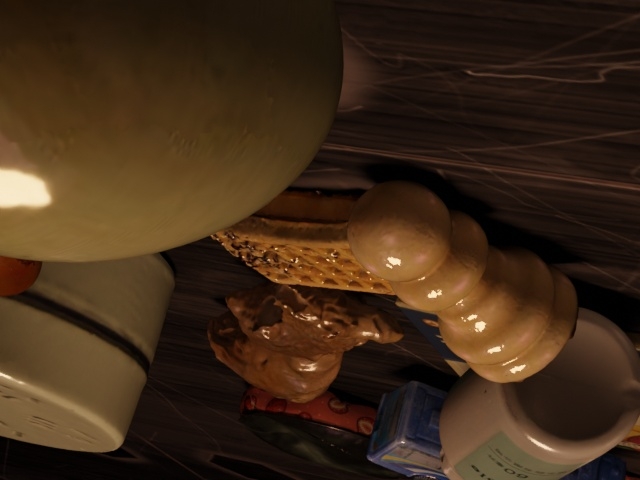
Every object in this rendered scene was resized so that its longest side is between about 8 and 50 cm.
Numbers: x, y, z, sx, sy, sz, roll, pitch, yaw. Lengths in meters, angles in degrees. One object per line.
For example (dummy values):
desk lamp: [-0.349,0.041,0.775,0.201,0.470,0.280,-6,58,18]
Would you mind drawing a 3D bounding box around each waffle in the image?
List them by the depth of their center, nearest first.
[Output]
waffle: [0.000,0.001,1.420,0.148,0.042,0.102,5,160,37]

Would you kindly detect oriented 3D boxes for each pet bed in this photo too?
pet bed: [0.008,0.195,2.039,0.201,0.053,0.201,14,164,4]

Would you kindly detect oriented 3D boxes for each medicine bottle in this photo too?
medicine bottle: [0.151,0.142,1.549,0.110,0.110,0.352,18,163,-3]

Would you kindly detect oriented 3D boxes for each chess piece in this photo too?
chess piece: [0.089,0.017,1.331,0.094,0.094,0.170,-1,149,46]

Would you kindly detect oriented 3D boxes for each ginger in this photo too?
ginger: [-0.028,0.080,1.634,0.122,0.084,0.290,14,166,-14]

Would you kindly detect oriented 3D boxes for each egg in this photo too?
egg: [-0.106,-0.096,0.903,0.218,0.218,0.295,0,169,45]

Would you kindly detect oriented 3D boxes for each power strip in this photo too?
power strip: [-0.297,0.060,1.697,0.357,0.161,0.357,15,164,5]

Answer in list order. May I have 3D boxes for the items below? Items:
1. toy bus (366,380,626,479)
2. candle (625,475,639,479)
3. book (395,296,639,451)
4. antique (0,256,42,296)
toy bus: [0.163,0.202,1.800,0.236,0.079,0.094,21,162,-12]
candle: [0.314,0.349,1.951,0.317,0.287,0.131,-23,176,-24]
book: [0.212,0.122,1.656,0.228,0.018,0.322,8,162,26]
antique: [-0.309,-0.046,1.419,0.278,0.129,0.223,8,162,27]
